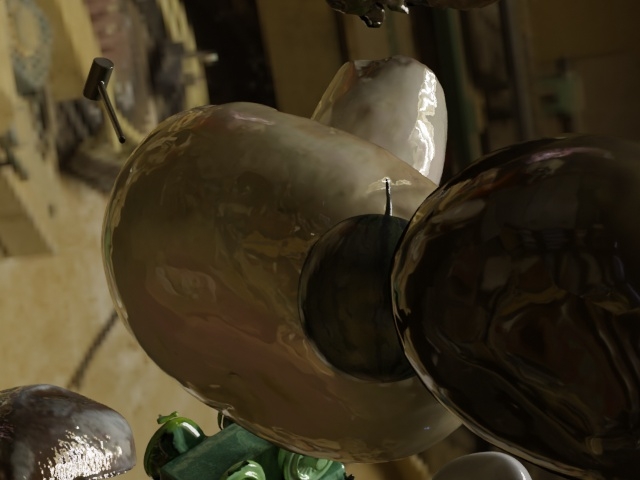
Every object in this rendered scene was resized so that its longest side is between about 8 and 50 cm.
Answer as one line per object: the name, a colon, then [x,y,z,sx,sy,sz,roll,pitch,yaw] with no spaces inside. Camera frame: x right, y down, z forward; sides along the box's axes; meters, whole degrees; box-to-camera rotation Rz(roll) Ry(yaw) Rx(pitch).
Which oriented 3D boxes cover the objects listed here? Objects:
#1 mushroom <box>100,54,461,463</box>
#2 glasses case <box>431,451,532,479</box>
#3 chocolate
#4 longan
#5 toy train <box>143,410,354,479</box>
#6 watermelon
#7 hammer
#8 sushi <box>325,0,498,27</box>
mushroom: [-0.009,0.030,1.361,0.353,0.353,0.325,-57,155,-63]
glasses case: [0.143,0.282,1.243,0.059,0.092,0.234,19,58,-61]
chocolate: [-0.276,0.177,1.443,0.254,0.156,0.080,-4,95,-66]
longan: [0.144,0.033,0.846,0.198,0.212,0.198,-33,135,-40]
toy train: [-0.090,0.288,1.905,0.271,0.159,0.188,-29,132,-35]
watermelon: [0.038,0.025,1.014,0.105,0.105,0.133,24,68,-70]
hammer: [-0.182,-0.115,1.354,0.036,0.019,0.110,-66,-151,28]
sushi: [0.052,-0.266,1.221,0.219,0.238,0.225,-112,-164,-52]
